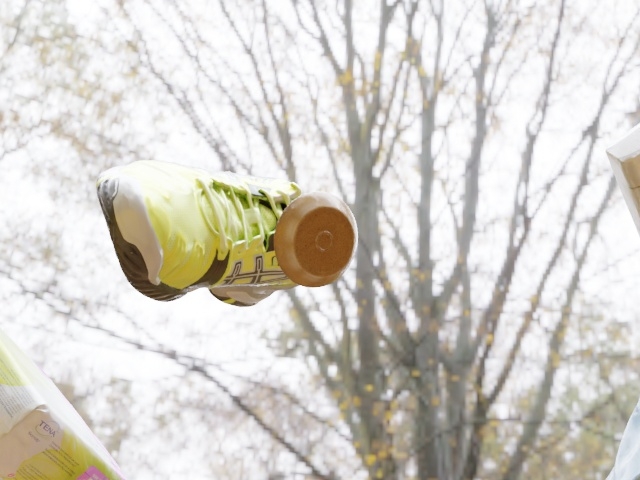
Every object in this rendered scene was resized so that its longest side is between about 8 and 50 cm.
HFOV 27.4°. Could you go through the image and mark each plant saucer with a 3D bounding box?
[{"bbox_3d":[0.000,0.000,1.121,0.083,0.083,0.015,33,-11,-29],"label":"plant saucer"}]

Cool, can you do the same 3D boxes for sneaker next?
[{"bbox_3d":[-0.091,-0.022,1.308,0.147,0.145,0.384,-22,-10,17],"label":"sneaker"}]

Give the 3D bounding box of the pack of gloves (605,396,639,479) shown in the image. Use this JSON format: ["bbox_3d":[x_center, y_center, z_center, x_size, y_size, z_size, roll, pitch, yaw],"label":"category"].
[{"bbox_3d":[0.198,0.195,0.787,0.046,0.195,0.232,13,-54,2],"label":"pack of gloves"}]

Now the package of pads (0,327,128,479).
[{"bbox_3d":[-0.358,0.209,1.557,0.101,0.229,0.296,-39,-31,-9],"label":"package of pads"}]

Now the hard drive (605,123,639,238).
[{"bbox_3d":[0.446,-0.010,1.332,0.233,0.047,0.353,-33,-59,-5],"label":"hard drive"}]
